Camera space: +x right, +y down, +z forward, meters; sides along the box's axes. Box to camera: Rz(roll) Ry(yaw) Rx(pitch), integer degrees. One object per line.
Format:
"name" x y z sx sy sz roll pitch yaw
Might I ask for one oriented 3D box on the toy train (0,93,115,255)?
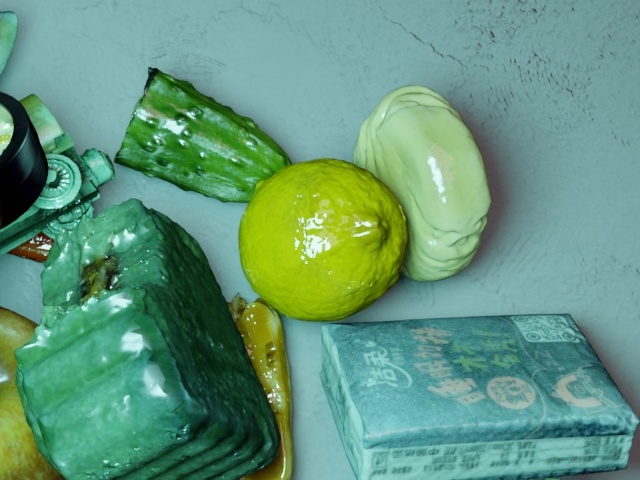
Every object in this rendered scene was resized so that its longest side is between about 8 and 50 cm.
"toy train" -0.389 -0.048 1.423 0.307 0.126 0.189 -32 83 -14

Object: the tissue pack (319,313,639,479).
"tissue pack" 0.173 0.174 1.447 0.316 0.103 0.228 -2 29 -11

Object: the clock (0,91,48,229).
"clock" -0.423 -0.005 1.265 0.276 0.120 0.379 -3 44 10

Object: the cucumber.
"cucumber" -0.126 -0.107 1.554 0.244 0.134 0.134 26 67 -9

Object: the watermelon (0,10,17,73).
"watermelon" -0.539 -0.239 1.478 0.320 0.213 0.289 -40 78 -13

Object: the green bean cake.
"green bean cake" -0.196 0.111 1.317 0.169 0.300 0.308 -28 66 10

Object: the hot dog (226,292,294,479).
"hot dog" -0.086 0.185 1.468 0.109 0.072 0.269 -3 68 -9

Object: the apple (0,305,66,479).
"apple" -0.392 0.200 1.313 0.277 0.250 0.309 28 66 3

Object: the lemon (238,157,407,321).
"lemon" 0.000 0.000 1.474 0.192 0.231 0.192 3 84 -28

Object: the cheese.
"cheese" 0.126 -0.069 1.530 0.117 0.214 0.226 -16 66 -20

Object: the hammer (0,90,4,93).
"hammer" -0.407 -0.184 1.504 0.013 0.199 0.062 15 72 35

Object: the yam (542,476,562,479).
"yam" 0.303 0.404 1.392 0.271 0.201 0.202 40 67 14

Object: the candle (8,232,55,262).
"candle" -0.343 0.004 1.508 0.329 0.048 0.051 15 107 -4
